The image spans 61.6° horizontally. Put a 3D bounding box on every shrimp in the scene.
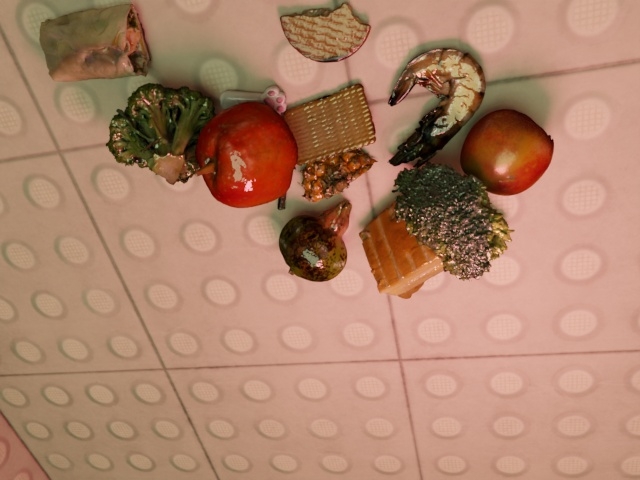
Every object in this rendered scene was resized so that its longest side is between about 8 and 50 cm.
[{"bbox_3d":[0.285,-0.363,1.482,0.233,0.071,0.365,39,122,-8],"label":"shrimp"}]

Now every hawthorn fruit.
[{"bbox_3d":[-0.222,-0.224,1.472,0.287,0.330,0.287,18,121,32],"label":"hawthorn fruit"}]

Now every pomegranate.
[{"bbox_3d":[-0.007,-0.007,1.712,0.222,0.277,0.204,32,164,-33],"label":"pomegranate"}]

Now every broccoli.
[{"bbox_3d":[0.404,-0.030,1.465,0.274,0.353,0.397,-27,125,37],"label":"broccoli"},{"bbox_3d":[-0.446,-0.297,1.533,0.303,0.284,0.321,6,131,-23],"label":"broccoli"}]

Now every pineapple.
[{"bbox_3d":[0.019,-0.199,1.584,0.249,0.164,0.140,-26,106,29],"label":"pineapple"}]

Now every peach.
[{"bbox_3d":[0.496,-0.233,1.433,0.230,0.231,0.231,5,123,8],"label":"peach"}]

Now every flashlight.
[{"bbox_3d":[-0.197,-0.402,1.556,0.200,0.048,0.093,4,126,8],"label":"flashlight"}]

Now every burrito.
[{"bbox_3d":[-0.655,-0.536,1.512,0.331,0.135,0.190,-2,129,16],"label":"burrito"}]

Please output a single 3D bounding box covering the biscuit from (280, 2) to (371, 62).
[{"bbox_3d":[0.007,-0.562,1.426,0.228,0.031,0.176,29,122,-6],"label":"biscuit"}]

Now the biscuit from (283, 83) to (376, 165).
[{"bbox_3d":[0.027,-0.328,1.537,0.254,0.029,0.172,-14,91,20],"label":"biscuit"}]

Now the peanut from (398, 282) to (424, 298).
[{"bbox_3d":[0.300,0.085,1.745,0.117,0.101,0.263,27,130,24],"label":"peanut"}]

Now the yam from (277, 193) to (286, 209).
[{"bbox_3d":[-0.117,-0.160,1.711,0.027,0.033,0.130,28,123,25],"label":"yam"}]

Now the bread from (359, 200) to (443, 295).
[{"bbox_3d":[0.248,0.013,1.625,0.111,0.246,0.239,12,141,-44],"label":"bread"}]
